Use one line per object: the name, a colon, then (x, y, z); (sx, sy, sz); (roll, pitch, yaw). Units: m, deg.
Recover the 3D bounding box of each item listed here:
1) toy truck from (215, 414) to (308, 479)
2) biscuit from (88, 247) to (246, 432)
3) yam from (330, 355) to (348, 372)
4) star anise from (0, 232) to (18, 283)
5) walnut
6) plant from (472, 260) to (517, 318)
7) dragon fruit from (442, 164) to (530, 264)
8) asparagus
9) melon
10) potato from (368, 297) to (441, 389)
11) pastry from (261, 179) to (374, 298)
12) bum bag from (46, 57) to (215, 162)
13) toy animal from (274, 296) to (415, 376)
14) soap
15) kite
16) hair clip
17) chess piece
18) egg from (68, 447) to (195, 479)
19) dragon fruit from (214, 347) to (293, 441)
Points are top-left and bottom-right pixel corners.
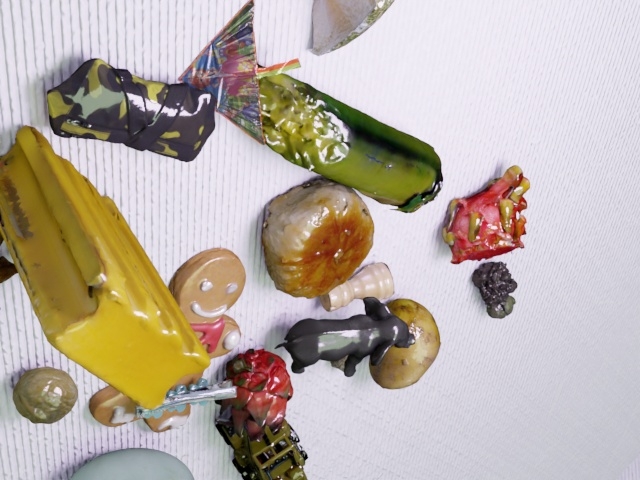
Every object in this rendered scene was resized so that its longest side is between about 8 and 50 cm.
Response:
toy truck: (-0.088, 0.382, 1.660); (0.127, 0.127, 0.257); (-32, 134, -14)
biscuit: (-0.216, 0.162, 1.428); (0.216, 0.047, 0.340); (18, 111, -48)
yam: (0.054, 0.196, 1.686); (0.043, 0.043, 0.094); (13, 112, -45)
star anise: (-0.444, 0.042, 1.127); (0.168, 0.057, 0.168); (-24, 136, -25)
walnut: (-0.386, 0.217, 1.306); (0.092, 0.092, 0.092); (-23, 135, -25)
plant: (0.348, 0.105, 1.836); (0.085, 0.087, 0.174); (-9, 143, 12)
dragon fruit: (0.303, -0.038, 1.645); (0.208, 0.150, 0.133); (-61, 167, 9)
asparagus: (0.029, -0.139, 1.329); (0.108, 0.128, 0.382); (-19, 154, 38)
melon: (0.050, -0.320, 1.209); (0.093, 0.139, 0.202); (28, 107, -26)
potato: (0.153, 0.190, 1.700); (0.137, 0.137, 0.176); (-15, 134, -31)
pastry: (0.000, 0.000, 1.440); (0.182, 0.093, 0.192); (-30, 137, -22)
bum bag: (-0.227, -0.158, 1.142); (0.232, 0.060, 0.107); (9, 116, -45)
toy animal: (0.051, 0.173, 1.555); (0.245, 0.115, 0.146); (-15, 159, -18)
soap: (-0.267, 0.024, 1.062); (0.096, 0.324, 0.204); (-39, 138, -1)
kite: (-0.102, -0.215, 1.202); (0.159, 0.010, 0.190); (-5, 106, -10)
hair clip: (-0.210, 0.246, 1.433); (0.173, 0.049, 0.049); (-7, 127, -34)
chess piece: (0.059, 0.081, 1.585); (0.122, 0.066, 0.066); (-13, 131, -24)
egg: (-0.300, 0.413, 1.469); (0.231, 0.168, 0.168); (-1, 123, -43)
dragon fruit: (-0.106, 0.248, 1.527); (0.121, 0.130, 0.142); (16, 104, -5)
